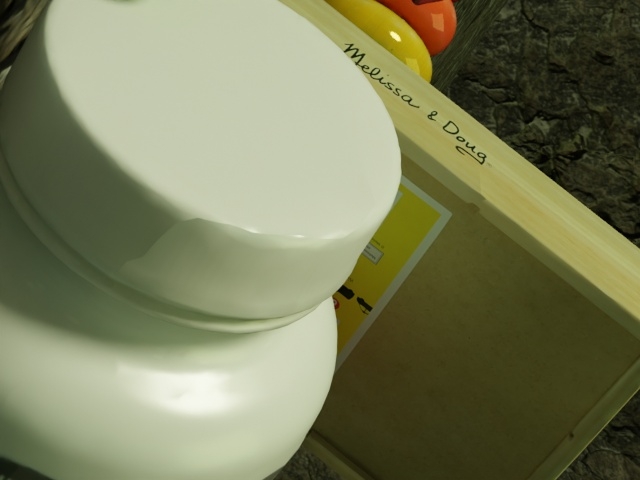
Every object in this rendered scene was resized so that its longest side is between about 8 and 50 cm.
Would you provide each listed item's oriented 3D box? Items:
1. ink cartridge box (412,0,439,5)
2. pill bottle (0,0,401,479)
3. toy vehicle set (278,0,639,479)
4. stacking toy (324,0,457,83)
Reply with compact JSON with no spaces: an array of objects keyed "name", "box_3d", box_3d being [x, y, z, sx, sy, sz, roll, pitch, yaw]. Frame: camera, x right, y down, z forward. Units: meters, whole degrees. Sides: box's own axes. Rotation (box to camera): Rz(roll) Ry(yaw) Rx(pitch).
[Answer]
[{"name":"ink cartridge box","box_3d":[0.099,-0.201,0.812,0.128,0.127,0.176,-12,165,-13]},{"name":"pill bottle","box_3d":[-0.103,0.056,0.707,0.318,0.176,0.176,-55,176,37]},{"name":"toy vehicle set","box_3d":[0.000,0.000,0.769,0.035,0.267,0.166,-47,175,-48]},{"name":"stacking toy","box_3d":[0.011,-0.105,1.220,0.330,0.141,0.141,-59,179,-18]}]
